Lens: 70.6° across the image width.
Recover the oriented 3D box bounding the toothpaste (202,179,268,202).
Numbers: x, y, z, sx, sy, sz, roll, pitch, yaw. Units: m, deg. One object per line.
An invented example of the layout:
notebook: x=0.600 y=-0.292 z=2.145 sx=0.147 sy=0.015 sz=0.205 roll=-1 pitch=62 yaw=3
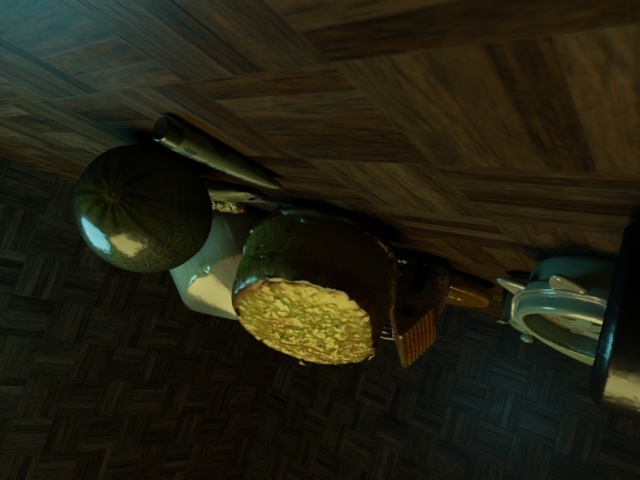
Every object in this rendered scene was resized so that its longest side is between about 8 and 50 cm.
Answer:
toothpaste: x=-0.274 y=-0.116 z=1.051 sx=0.315 sy=0.058 sz=0.055 roll=10 pitch=127 yaw=25

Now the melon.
melon: x=-0.333 y=-0.057 z=0.865 sx=0.238 sy=0.237 sz=0.301 roll=17 pitch=171 yaw=2

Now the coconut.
coconut: x=-0.263 y=0.068 z=1.322 sx=0.353 sy=0.352 sz=0.352 roll=17 pitch=174 yaw=2

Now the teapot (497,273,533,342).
teapot: x=0.484 y=0.161 z=1.020 sx=0.232 sy=0.158 sz=0.159 roll=21 pitch=173 yaw=-30

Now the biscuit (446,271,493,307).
biscuit: x=0.359 y=0.132 z=1.444 sx=0.366 sy=0.062 sz=0.385 roll=19 pitch=171 yaw=-1

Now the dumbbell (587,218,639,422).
dumbbell: x=0.435 y=0.102 z=0.392 sx=0.323 sy=0.203 sz=0.204 roll=12 pitch=172 yaw=34

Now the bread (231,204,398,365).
bread: x=-0.014 y=0.101 z=1.008 sx=0.399 sy=0.215 sz=0.398 roll=10 pitch=140 yaw=9

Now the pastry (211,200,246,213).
pastry: x=-0.255 y=-0.100 z=1.125 sx=0.140 sy=0.056 sz=0.080 roll=9 pitch=179 yaw=15

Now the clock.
clock: x=0.457 y=0.120 z=0.730 sx=0.324 sy=0.108 sz=0.265 roll=30 pitch=166 yaw=-13

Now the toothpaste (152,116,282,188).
toothpaste: x=-0.152 y=-0.125 z=0.708 sx=0.062 sy=0.039 sz=0.239 roll=17 pitch=177 yaw=37

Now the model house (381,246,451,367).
model house: x=0.197 y=0.174 z=1.188 sx=0.237 sy=0.237 sz=0.202 roll=15 pitch=148 yaw=19
